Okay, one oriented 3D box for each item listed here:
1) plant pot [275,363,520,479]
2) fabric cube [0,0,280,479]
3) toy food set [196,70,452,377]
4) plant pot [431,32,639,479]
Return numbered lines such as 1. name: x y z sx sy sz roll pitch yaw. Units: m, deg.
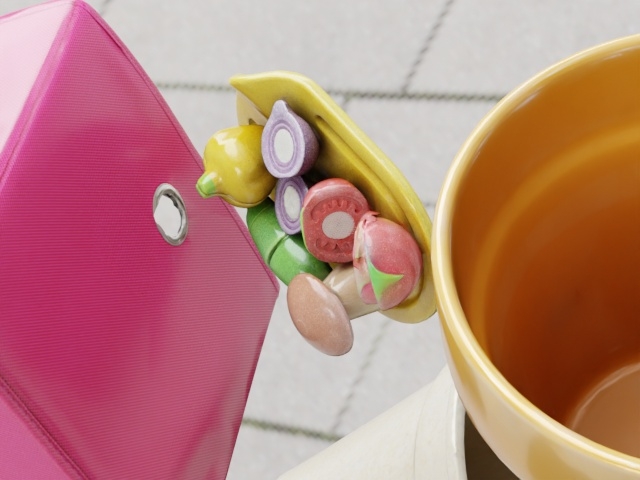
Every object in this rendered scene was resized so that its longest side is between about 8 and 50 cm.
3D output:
1. plant pot: 0.114 0.252 1.576 0.305 0.334 0.334 -28 40 40
2. fabric cube: -0.207 0.059 1.117 0.259 0.254 0.258 -15 37 26
3. toy food set: 0.000 0.000 1.080 0.071 0.128 0.218 -32 65 -26
4. plant pot: 0.151 0.053 0.769 0.205 0.188 0.205 -4 53 5
